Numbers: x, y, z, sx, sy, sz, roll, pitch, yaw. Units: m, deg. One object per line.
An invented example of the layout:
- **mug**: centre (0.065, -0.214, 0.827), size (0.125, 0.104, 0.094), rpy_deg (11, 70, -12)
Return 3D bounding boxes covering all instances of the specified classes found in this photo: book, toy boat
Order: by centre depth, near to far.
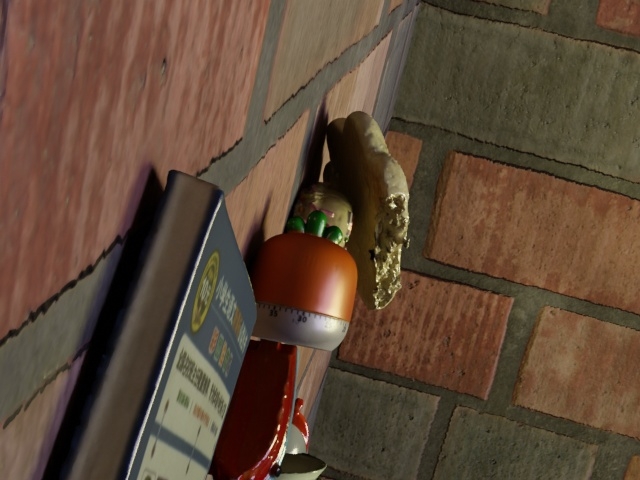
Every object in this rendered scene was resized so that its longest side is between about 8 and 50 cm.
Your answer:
- **book**: centre (-0.118, 0.204, 0.592), size (0.300, 0.039, 0.427), rpy_deg (90, 16, -72)
- **toy boat**: centre (-0.060, 0.166, 0.959), size (0.058, 0.069, 0.172), rpy_deg (82, 17, -57)

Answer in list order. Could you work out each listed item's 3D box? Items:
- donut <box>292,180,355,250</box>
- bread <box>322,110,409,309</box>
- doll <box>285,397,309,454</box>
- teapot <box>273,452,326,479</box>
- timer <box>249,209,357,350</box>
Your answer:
- **donut**: centre (0.000, -0.001, 1.144), size (0.166, 0.065, 0.108), rpy_deg (-74, 174, -47)
- **bread**: centre (0.050, -0.045, 1.210), size (0.250, 0.039, 0.181), rpy_deg (93, -22, -50)
- **doll**: centre (-0.068, 0.298, 1.266), size (0.142, 0.076, 0.245), rpy_deg (-58, 167, -77)
- **teapot**: centre (-0.054, 0.361, 1.134), size (0.183, 0.184, 0.250), rpy_deg (0, 95, -85)
- **timer**: centre (-0.017, 0.033, 0.926), size (0.136, 0.099, 0.136), rpy_deg (-174, -90, -86)
